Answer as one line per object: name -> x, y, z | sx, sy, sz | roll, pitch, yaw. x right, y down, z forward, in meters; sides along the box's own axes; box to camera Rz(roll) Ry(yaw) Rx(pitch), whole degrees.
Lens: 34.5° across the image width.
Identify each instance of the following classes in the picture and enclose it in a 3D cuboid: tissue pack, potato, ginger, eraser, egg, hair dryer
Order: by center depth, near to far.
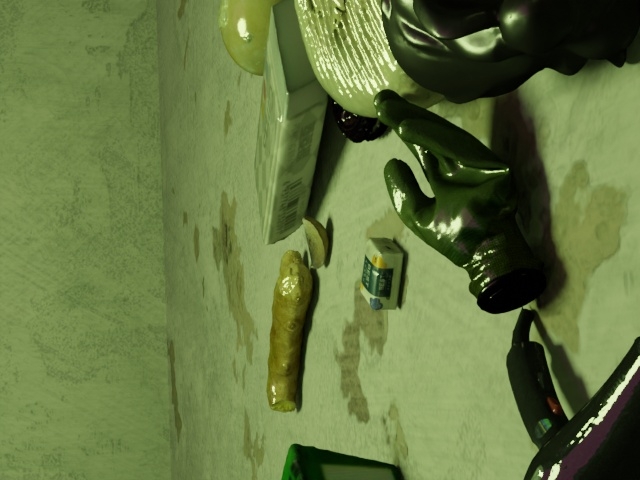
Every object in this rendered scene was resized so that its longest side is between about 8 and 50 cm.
hair dryer -> 0.211, 0.126, 0.914 | 0.272, 0.091, 0.235 | -109, 34, -55
tissue pack -> 0.081, 0.044, 1.378 | 0.062, 0.042, 0.083 | -121, 35, -63
eraser -> -0.050, -0.185, 1.639 | 0.397, 0.082, 0.213 | 103, 161, -58
potato -> 0.001, 0.000, 1.664 | 0.037, 0.036, 0.093 | 11, 125, 36
egg -> -0.086, -0.374, 1.715 | 0.164, 0.164, 0.201 | -131, 48, -64
ginger -> -0.058, 0.166, 1.795 | 0.118, 0.065, 0.299 | -98, 14, -68

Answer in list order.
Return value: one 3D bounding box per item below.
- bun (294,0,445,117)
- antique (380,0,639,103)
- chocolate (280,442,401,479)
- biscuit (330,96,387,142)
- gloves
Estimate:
bun -> 0.079, -0.271, 1.175 | 0.273, 0.168, 0.273 | 46, 144, 48
antique -> 0.159, -0.250, 0.895 | 0.322, 0.185, 0.255 | 151, 123, -67
chocolate -> 0.037, 0.503, 1.341 | 0.360, 0.161, 0.341 | -110, 26, -49
biscuit -> 0.060, -0.229, 1.420 | 0.194, 0.053, 0.195 | 178, 90, -73
gloves -> 0.138, -0.048, 1.053 | 0.135, 0.107, 0.268 | -46, 66, 36
